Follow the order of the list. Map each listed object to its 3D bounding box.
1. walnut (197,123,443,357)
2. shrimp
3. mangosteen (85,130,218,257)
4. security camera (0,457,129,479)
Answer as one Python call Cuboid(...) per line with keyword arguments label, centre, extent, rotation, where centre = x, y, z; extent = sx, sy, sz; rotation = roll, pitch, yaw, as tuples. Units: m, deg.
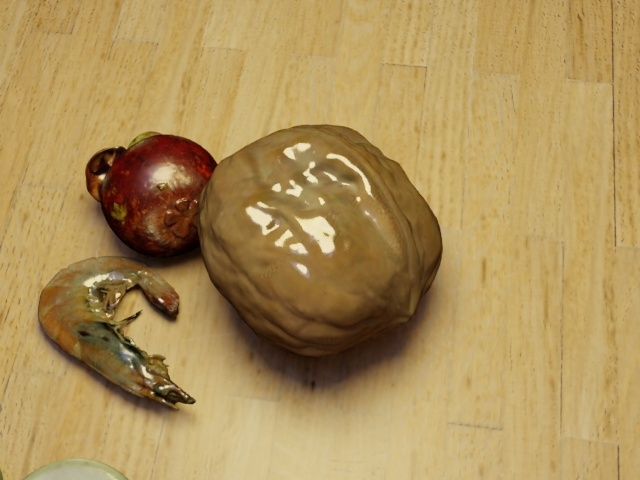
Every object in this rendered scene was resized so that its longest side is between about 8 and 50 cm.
Cuboid(label="walnut", centre=(-0.001, 0.000, 1.083), extent=(0.227, 0.273, 0.273), rotation=(-49, 65, 16))
Cuboid(label="shrimp", centre=(-0.217, 0.099, 1.133), extent=(0.251, 0.052, 0.143), rotation=(38, 65, 21))
Cuboid(label="mangosteen", centre=(-0.191, -0.071, 1.181), extent=(0.146, 0.156, 0.181), rotation=(-38, 41, 19))
Cuboid(label="security camera", centre=(-0.334, 0.288, 1.018), extent=(0.302, 0.080, 0.157), rotation=(6, 60, 1))
